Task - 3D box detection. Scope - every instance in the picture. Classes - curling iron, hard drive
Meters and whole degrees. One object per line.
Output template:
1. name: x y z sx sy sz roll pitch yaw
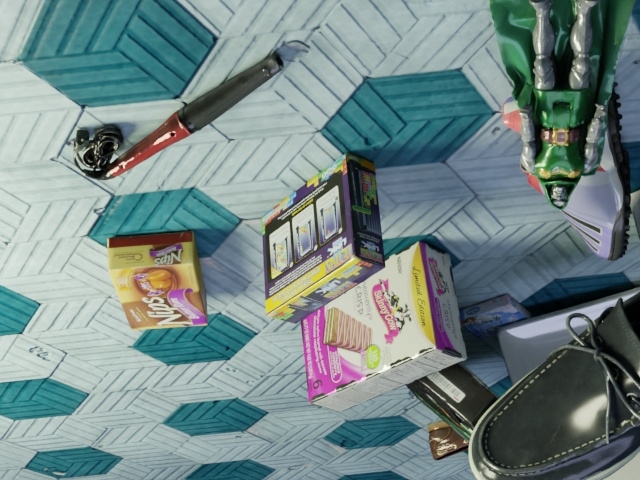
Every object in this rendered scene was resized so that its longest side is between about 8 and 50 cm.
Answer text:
1. curling iron: -0.152 -0.124 1.124 0.274 0.035 0.068 -21 148 26
2. hard drive: 0.202 0.237 1.659 0.064 0.237 0.339 -47 146 -6

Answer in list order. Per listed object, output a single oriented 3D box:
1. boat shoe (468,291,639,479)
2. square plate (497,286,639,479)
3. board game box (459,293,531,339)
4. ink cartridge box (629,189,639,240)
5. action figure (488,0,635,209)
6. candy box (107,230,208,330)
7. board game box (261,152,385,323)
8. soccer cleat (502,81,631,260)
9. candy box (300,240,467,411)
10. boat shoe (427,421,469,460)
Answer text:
1. boat shoe: 0.391 0.157 1.359 0.500 0.187 0.156 -33 138 15
2. square plate: 0.465 0.244 1.564 0.344 0.347 0.049 -18 158 13
3. board game box: 0.264 0.117 1.652 0.090 0.020 0.090 -23 147 26
4. ink cartridge box: 0.510 -0.021 1.375 0.148 0.086 0.203 -28 144 33
5. action figure: 0.235 -0.132 1.057 0.137 0.063 0.232 1 124 13
6. candy box: -0.211 0.056 1.425 0.109 0.053 0.186 -4 150 -3
7. board game box: 0.000 0.000 1.268 0.048 0.141 0.170 17 145 -35
8. soccer cleat: 0.290 -0.076 1.234 0.116 0.108 0.318 -3 151 19
9. candy box: 0.079 0.122 1.484 0.233 0.159 0.071 -29 145 35
10. boat shoe: 0.309 0.374 2.074 0.207 0.073 0.073 -16 149 15
